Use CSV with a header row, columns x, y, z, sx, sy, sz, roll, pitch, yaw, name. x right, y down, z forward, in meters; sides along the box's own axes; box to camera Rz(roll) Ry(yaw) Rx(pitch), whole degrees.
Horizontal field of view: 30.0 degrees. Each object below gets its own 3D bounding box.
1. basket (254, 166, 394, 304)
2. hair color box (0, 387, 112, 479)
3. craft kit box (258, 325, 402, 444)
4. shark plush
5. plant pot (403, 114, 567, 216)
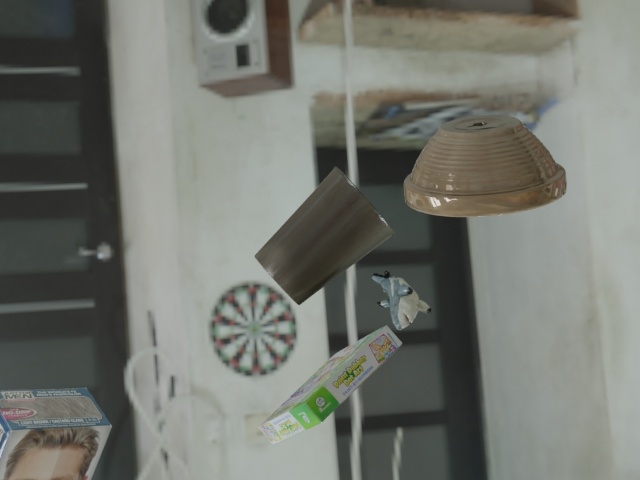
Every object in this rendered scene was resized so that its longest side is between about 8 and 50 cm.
x,y,z,sx,sy,sz,roll,pitch,yaw,name
0.000,0.000,2.240,0.227,0.154,0.204,-42,148,-1,basket
-0.470,0.398,1.854,0.174,0.347,0.105,4,-152,-41,hair color box
0.017,0.289,2.363,0.246,0.061,0.250,-44,-177,-31,craft kit box
0.124,0.094,2.109,0.067,0.161,0.073,-44,137,2,shark plush
0.237,-0.118,1.738,0.238,0.109,0.237,-5,-163,1,plant pot
